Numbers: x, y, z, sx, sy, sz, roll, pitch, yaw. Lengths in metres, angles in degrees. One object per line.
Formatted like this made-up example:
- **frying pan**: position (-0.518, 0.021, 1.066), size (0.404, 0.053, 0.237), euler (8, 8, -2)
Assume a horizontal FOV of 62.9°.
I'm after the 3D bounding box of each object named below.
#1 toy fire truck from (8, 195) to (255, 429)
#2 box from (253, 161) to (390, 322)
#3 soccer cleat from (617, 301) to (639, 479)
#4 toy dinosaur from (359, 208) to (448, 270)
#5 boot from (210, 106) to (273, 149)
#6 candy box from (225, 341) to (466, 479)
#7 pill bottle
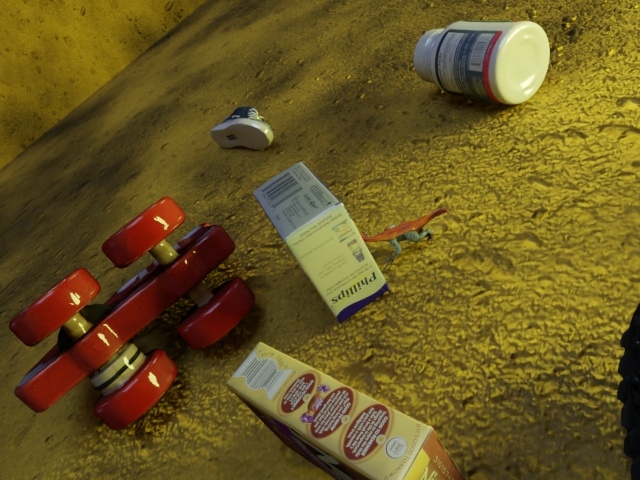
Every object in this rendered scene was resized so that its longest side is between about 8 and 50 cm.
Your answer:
- **toy fire truck**: position (-0.240, 0.084, 0.682), size (0.302, 0.169, 0.254), euler (-43, 13, -16)
- **box**: position (0.000, 0.000, 0.593), size (0.072, 0.137, 0.126), euler (-33, 36, -3)
- **soccer cleat**: position (0.252, 0.156, 0.270), size (0.116, 0.109, 0.318), euler (0, 41, 8)
- **toy dinosaur**: position (0.087, -0.013, 0.602), size (0.082, 0.090, 0.047), euler (3, 37, -28)
- **boot**: position (-0.139, -0.230, 1.028), size (0.190, 0.069, 0.086), euler (13, 58, 47)
- **candy box**: position (0.018, 0.157, 0.419), size (0.186, 0.109, 0.053), euler (11, 53, 45)
- **pill bottle**: position (0.226, -0.264, 0.764), size (0.108, 0.108, 0.180), euler (-40, 36, -11)
